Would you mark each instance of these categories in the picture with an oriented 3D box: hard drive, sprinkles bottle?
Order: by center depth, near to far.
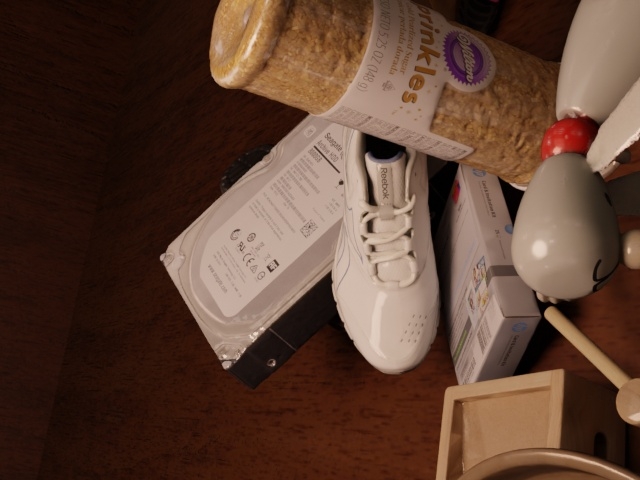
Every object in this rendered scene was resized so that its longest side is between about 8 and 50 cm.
[{"bbox_3d":[0.087,-0.135,0.830,0.121,0.355,0.121,-40,42,50],"label":"sprinkles bottle"},{"bbox_3d":[-0.015,-0.023,1.111,0.339,0.064,0.237,-42,42,2],"label":"hard drive"}]

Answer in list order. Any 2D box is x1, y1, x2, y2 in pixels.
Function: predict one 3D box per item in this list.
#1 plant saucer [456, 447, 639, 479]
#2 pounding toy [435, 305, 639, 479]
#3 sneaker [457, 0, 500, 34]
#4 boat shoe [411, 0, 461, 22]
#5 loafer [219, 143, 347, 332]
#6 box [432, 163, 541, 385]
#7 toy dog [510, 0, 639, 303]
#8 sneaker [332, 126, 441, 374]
[{"bbox_3d":[0.185,0.269,0.649,0.278,0.041,0.278,13,108,43],"label":"plant saucer"},{"bbox_3d":[0.199,0.150,0.763,0.206,0.094,0.181,-20,53,48],"label":"pounding toy"},{"bbox_3d":[0.189,-0.299,1.054,0.170,0.063,0.075,-69,20,1],"label":"sneaker"},{"bbox_3d":[0.106,-0.308,1.021,0.123,0.123,0.342,56,137,47],"label":"boat shoe"},{"bbox_3d":[0.000,0.000,1.235,0.134,0.130,0.366,-37,41,0],"label":"loafer"},{"bbox_3d":[0.149,0.041,0.920,0.145,0.038,0.186,101,164,-48],"label":"box"},{"bbox_3d":[0.252,-0.105,0.706,0.161,0.220,0.334,8,80,24],"label":"toy dog"},{"bbox_3d":[0.059,-0.020,0.938,0.129,0.111,0.297,63,-157,-81],"label":"sneaker"}]
